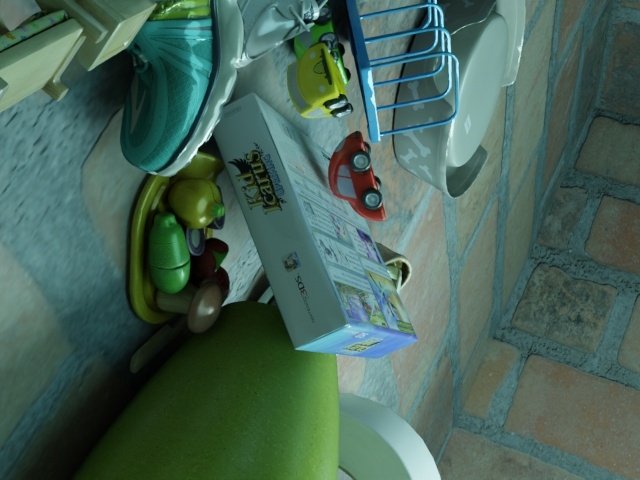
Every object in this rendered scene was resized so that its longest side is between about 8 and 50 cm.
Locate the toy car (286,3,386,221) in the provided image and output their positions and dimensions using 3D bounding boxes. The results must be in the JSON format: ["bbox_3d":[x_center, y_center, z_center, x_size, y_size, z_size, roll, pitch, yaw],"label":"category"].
[{"bbox_3d":[0.006,-0.157,0.877,0.239,0.053,0.224,64,13,-52],"label":"toy car"}]

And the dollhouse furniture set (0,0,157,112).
[{"bbox_3d":[-0.214,-0.097,0.501,0.161,0.101,0.182,-44,-171,30],"label":"dollhouse furniture set"}]

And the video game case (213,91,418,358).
[{"bbox_3d":[0.000,0.000,0.884,0.061,0.244,0.269,-28,162,13],"label":"video game case"}]

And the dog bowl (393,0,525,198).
[{"bbox_3d":[0.225,-0.248,1.363,0.349,0.102,0.348,-49,149,-43],"label":"dog bowl"}]

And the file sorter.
[{"bbox_3d":[0.088,-0.219,0.948,0.118,0.105,0.170,74,6,-55],"label":"file sorter"}]

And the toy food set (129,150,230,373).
[{"bbox_3d":[-0.117,0.024,0.806,0.128,0.071,0.217,-39,143,-54],"label":"toy food set"}]

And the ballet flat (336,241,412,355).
[{"bbox_3d":[0.046,0.094,1.214,0.316,0.106,0.107,-45,147,-47],"label":"ballet flat"}]

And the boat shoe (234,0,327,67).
[{"bbox_3d":[-0.030,-0.227,0.814,0.184,0.063,0.066,-53,153,-38],"label":"boat shoe"}]

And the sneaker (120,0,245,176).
[{"bbox_3d":[-0.123,-0.185,0.621,0.110,0.107,0.275,-5,109,-46],"label":"sneaker"}]

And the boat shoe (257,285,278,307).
[{"bbox_3d":[-0.074,0.194,1.029,0.304,0.091,0.109,-67,159,-9],"label":"boat shoe"}]

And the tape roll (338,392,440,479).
[{"bbox_3d":[0.016,0.350,1.120,0.100,0.286,0.286,-5,112,-66],"label":"tape roll"}]

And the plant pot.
[{"bbox_3d":[-0.091,0.217,0.818,0.274,0.275,0.293,79,27,-52],"label":"plant pot"}]
